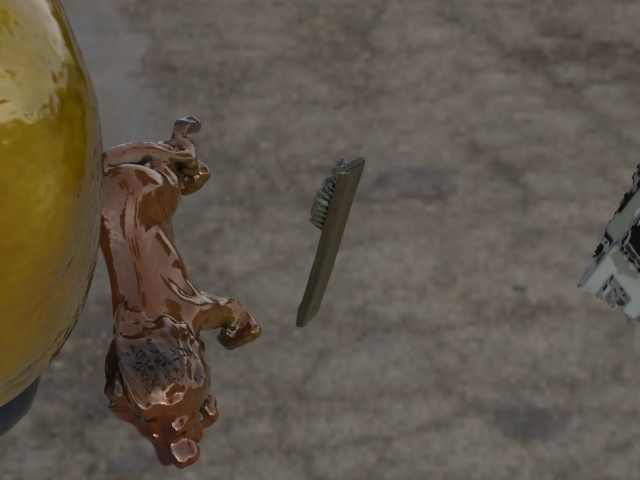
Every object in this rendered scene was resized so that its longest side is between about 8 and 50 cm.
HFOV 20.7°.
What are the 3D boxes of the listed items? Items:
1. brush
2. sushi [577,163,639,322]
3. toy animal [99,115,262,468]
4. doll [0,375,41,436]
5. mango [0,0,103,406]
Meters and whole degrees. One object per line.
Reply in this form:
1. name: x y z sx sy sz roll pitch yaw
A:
1. brush: 0.000 0.000 1.442 0.027 0.190 0.034 33 48 17
2. sushi: 0.336 -0.046 1.035 0.069 0.320 0.339 25 4 -30
3. toy animal: -0.126 0.032 1.323 0.097 0.312 0.157 -23 -24 16
4. doll: -0.322 0.056 1.360 0.228 0.258 0.154 -4 28 13
5. mango: -0.188 -0.038 0.812 0.182 0.253 0.365 -7 -4 -27
